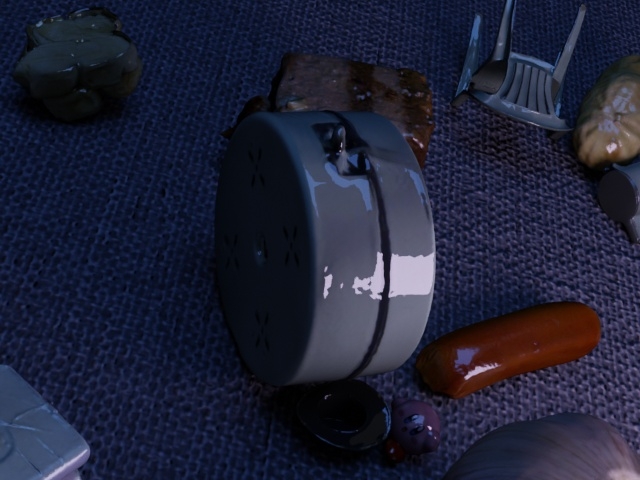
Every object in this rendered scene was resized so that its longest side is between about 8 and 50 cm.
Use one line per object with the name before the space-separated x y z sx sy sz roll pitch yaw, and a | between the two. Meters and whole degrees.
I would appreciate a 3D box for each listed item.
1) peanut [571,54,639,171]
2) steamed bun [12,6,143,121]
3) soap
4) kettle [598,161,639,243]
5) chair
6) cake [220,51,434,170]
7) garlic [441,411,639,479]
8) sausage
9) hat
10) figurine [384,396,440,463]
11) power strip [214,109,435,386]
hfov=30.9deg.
peanut | 0.532 -0.234 2.033 0.147 0.148 0.319 30 43 9
steamed bun | -0.366 -0.256 1.725 0.192 0.106 0.177 -24 44 -24
soap | -0.402 0.258 1.190 0.173 0.095 0.289 39 45 19
kettle | 0.546 -0.075 1.932 0.148 0.127 0.098 -16 22 -31
chair | 0.348 -0.289 1.995 0.203 0.190 0.275 16 71 -5
cake | 0.003 -0.160 1.712 0.293 0.199 0.196 11 46 -9
garlic | 0.247 0.333 1.258 0.317 0.259 0.318 17 55 -25
sausage | 0.263 0.142 1.588 0.300 0.083 0.089 -13 65 -31
hat | 0.026 0.225 1.431 0.121 0.050 0.121 7 43 -6
figurine | 0.114 0.232 1.448 0.067 0.071 0.083 36 27 -57
power strip | 0.000 0.000 1.422 0.161 0.357 0.357 -4 48 -24
